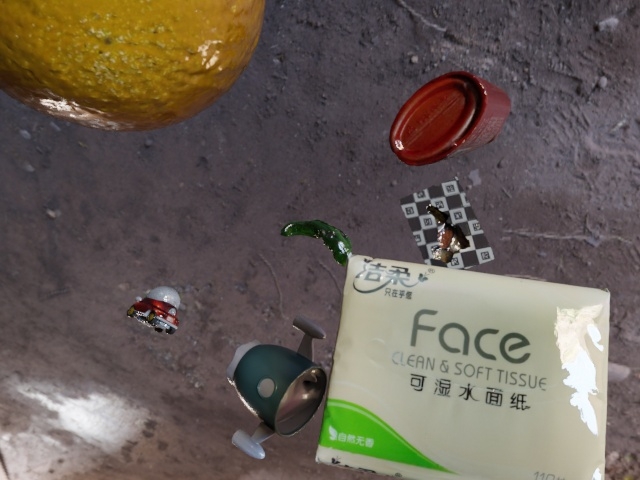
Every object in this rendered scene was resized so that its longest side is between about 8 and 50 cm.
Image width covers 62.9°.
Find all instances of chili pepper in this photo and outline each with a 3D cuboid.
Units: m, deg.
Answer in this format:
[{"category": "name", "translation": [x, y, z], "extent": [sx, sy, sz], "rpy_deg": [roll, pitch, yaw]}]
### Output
[{"category": "chili pepper", "translation": [0.001, -0.006, 1.187], "extent": [0.182, 0.073, 0.050], "rpy_deg": [26, 179, 16]}]

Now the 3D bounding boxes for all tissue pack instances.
[{"category": "tissue pack", "translation": [0.215, 0.218, 0.833], "extent": [0.405, 0.332, 0.205], "rpy_deg": [8, 165, 8]}]

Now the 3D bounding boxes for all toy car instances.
[{"category": "toy car", "translation": [-0.403, 0.170, 1.329], "extent": [0.139, 0.112, 0.112], "rpy_deg": [2, 149, 43]}]

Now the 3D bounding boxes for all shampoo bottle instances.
[{"category": "shampoo bottle", "translation": [0.184, -0.155, 0.679], "extent": [0.076, 0.314, 0.118], "rpy_deg": [48, 117, 9]}]

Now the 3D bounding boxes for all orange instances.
[{"category": "orange", "translation": [-0.182, -0.228, 0.454], "extent": [0.274, 0.274, 0.274], "rpy_deg": [11, 137, 11]}]

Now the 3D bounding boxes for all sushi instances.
[{"category": "sushi", "translation": [0.261, -0.025, 1.101], "extent": [0.139, 0.201, 0.031], "rpy_deg": [-19, 160, 2]}]

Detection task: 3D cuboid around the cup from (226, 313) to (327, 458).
[{"category": "cup", "translation": [-0.099, 0.293, 1.090], "extent": [0.173, 0.299, 0.167], "rpy_deg": [24, 172, 34]}]
